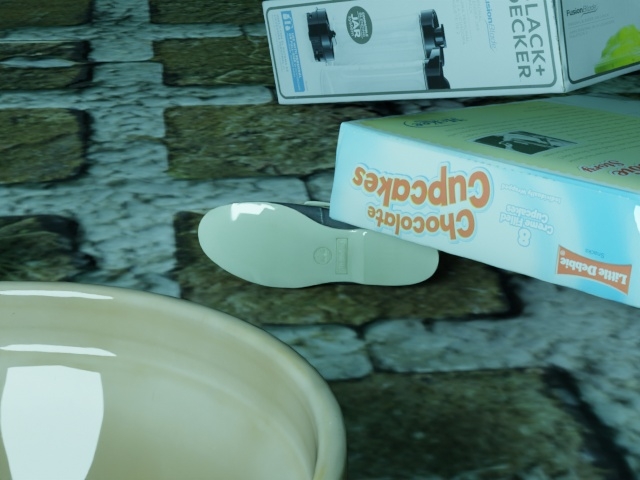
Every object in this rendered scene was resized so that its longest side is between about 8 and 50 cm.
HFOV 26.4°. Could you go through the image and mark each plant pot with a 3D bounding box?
[{"bbox_3d":[-0.110,0.106,0.420,0.237,0.109,0.237,1,20,0],"label":"plant pot"}]

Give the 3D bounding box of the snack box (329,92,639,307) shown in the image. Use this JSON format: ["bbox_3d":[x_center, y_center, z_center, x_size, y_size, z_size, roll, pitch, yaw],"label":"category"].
[{"bbox_3d":[0.176,-0.037,0.802,0.187,0.060,0.322,17,18,35],"label":"snack box"}]

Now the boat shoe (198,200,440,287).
[{"bbox_3d":[0.000,0.000,0.777,0.137,0.049,0.043,4,17,1],"label":"boat shoe"}]

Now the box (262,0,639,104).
[{"bbox_3d":[0.114,-0.166,1.066,0.290,0.087,0.169,3,16,44],"label":"box"}]
